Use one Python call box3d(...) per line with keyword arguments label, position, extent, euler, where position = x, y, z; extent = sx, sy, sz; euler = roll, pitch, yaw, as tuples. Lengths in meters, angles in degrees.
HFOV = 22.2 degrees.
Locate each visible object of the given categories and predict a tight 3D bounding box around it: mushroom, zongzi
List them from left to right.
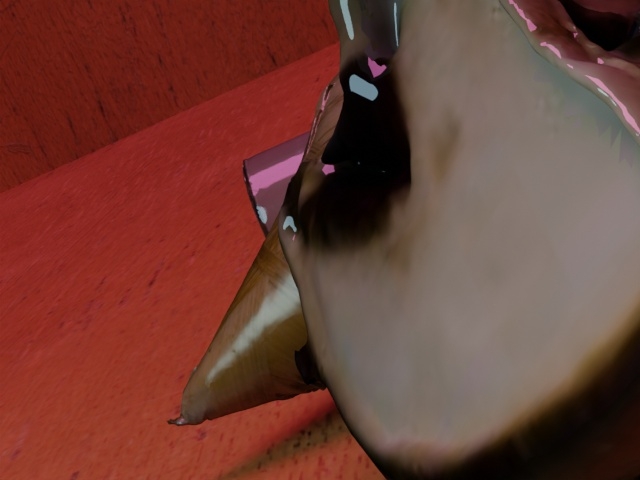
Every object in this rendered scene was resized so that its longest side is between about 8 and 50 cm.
box3d(label="zongzi", position=(0.000, 0.000, 0.868), extent=(0.197, 0.099, 0.194), euler=(-24, 42, 12))
box3d(label="mushroom", position=(0.100, -0.016, 0.686), extent=(0.212, 0.292, 0.217), euler=(-7, -44, -35))

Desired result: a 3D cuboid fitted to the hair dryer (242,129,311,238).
box3d(label="hair dryer", position=(0.056, -0.003, 1.022), extent=(0.189, 0.106, 0.344), euler=(-22, 20, 5))
